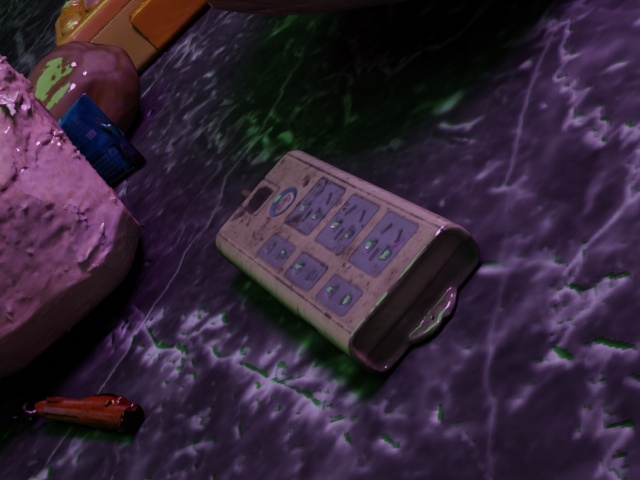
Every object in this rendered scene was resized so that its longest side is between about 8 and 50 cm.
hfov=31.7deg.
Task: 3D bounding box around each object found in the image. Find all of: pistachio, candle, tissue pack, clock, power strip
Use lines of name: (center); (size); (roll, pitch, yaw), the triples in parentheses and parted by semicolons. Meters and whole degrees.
pistachio: (-0.253, -0.117, 1.128); (0.185, 0.108, 0.126); (-56, 2, -2)
candle: (-0.176, 0.121, 0.800); (0.167, 0.021, 0.026); (-7, 68, 49)
tissue pack: (-0.240, -0.068, 1.065); (0.138, 0.085, 0.028); (-35, 19, 22)
clock: (-0.201, -0.273, 1.265); (0.202, 0.096, 0.143); (-42, 25, 7)
power strip: (0.000, 0.000, 0.696); (0.092, 0.034, 0.268); (-50, 28, -4)

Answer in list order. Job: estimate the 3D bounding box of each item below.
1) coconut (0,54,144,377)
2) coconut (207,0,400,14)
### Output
coconut: (-0.308, -0.021, 0.889); (0.254, 0.297, 0.297); (-38, 27, -8)
coconut: (0.012, -0.345, 0.798); (0.415, 0.344, 0.415); (-31, 35, 25)
